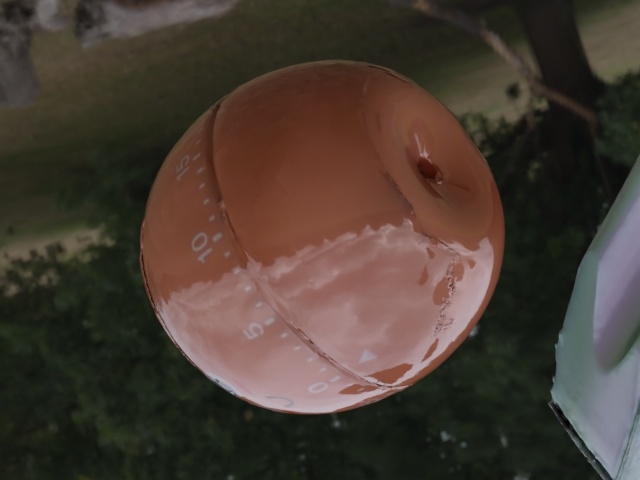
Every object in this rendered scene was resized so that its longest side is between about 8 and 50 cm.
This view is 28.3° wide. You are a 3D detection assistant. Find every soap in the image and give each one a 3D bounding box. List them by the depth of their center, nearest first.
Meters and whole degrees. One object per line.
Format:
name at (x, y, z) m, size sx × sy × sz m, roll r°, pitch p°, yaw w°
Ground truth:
soap at (0.387, 0.021, 1.159) m, size 0.261 × 0.156 × 0.446 m, roll 5°, pitch 124°, yaw -34°

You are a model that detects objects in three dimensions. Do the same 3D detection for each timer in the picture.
timer at (0.000, 0.000, 0.846) m, size 0.215 × 0.229 × 0.230 m, roll -34°, pitch 171°, yaw 34°
